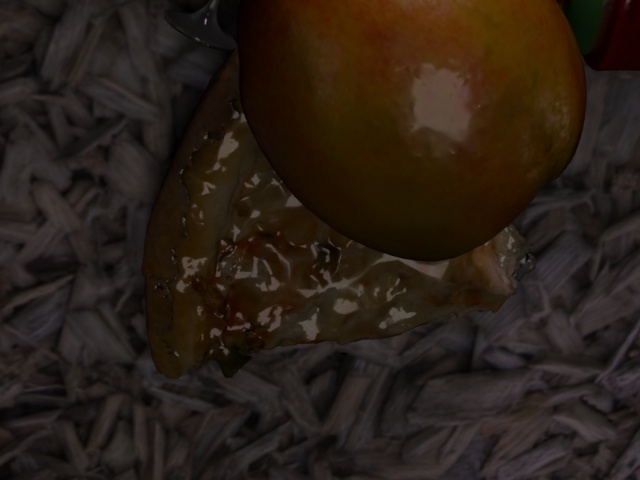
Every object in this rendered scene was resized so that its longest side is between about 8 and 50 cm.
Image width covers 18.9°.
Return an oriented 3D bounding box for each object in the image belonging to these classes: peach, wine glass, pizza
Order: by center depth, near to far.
[{"bbox_3d":[0.070,-0.146,1.676,0.308,0.308,0.332,-41,104,9],"label":"peach"},{"bbox_3d":[-0.071,-0.278,1.780,0.079,0.079,0.195,20,111,-21],"label":"wine glass"},{"bbox_3d":[-0.029,-0.011,1.923,0.392,0.080,0.435,-34,116,5],"label":"pizza"}]

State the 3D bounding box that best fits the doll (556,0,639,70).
[{"bbox_3d":[0.304,-0.249,1.834,0.363,0.160,0.183,3,114,-15],"label":"doll"}]
